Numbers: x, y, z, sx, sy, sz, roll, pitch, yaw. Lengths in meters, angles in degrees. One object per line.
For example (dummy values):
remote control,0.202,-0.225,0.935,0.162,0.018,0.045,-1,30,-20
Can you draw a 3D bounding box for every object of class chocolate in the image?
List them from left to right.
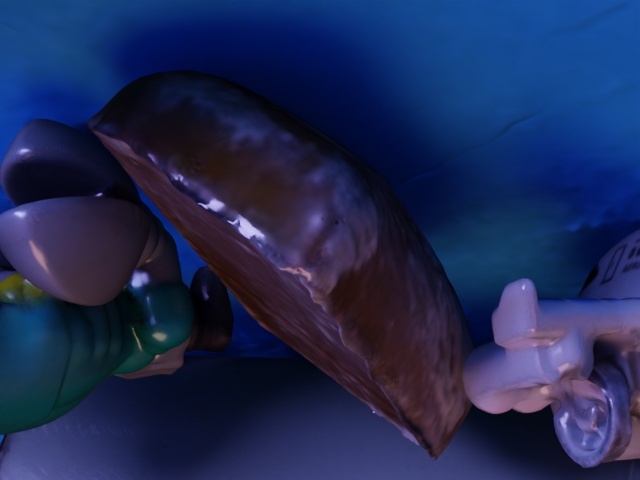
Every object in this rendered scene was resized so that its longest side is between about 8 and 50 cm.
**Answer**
chocolate,0.002,0.000,0.896,0.157,0.080,0.254,38,172,32

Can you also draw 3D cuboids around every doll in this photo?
doll,-0.165,0.025,0.984,0.195,0.153,0.258,-16,170,8

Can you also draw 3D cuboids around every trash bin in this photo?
trash bin,0.047,0.198,1.134,0.432,0.280,0.280,3,157,17

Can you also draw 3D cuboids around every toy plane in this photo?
toy plane,0.195,0.036,0.902,0.267,0.122,0.267,-9,164,-3
